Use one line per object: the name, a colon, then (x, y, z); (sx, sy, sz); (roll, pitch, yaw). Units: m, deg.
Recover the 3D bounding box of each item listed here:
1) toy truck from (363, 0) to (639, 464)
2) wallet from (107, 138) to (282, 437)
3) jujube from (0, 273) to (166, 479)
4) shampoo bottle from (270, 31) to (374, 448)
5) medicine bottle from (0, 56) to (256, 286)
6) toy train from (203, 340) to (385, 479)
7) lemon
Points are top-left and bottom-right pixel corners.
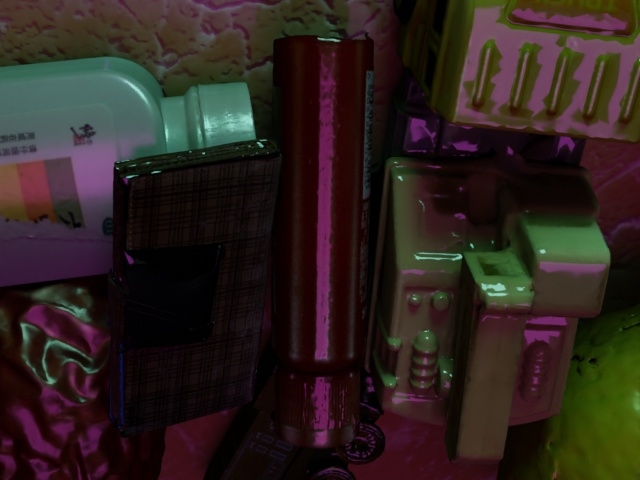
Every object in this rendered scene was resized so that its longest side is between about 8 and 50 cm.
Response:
toy truck: (0.130, -0.040, 0.691); (0.181, 0.254, 0.405); (4, 116, -8)
wallet: (-0.093, 0.039, 0.673); (0.124, 0.042, 0.230); (-13, 130, -30)
jujube: (-0.216, 0.138, 0.782); (0.174, 0.174, 0.250); (-4, 110, -8)
shampoo bottle: (-0.001, 0.000, 0.710); (0.076, 0.118, 0.314); (0, 102, -7)
medicine bottle: (-0.196, -0.052, 0.702); (0.296, 0.111, 0.161); (-6, 113, -8)
toy train: (-0.029, 0.202, 0.896); (0.137, 0.090, 0.225); (23, 114, -14)
lemon: (0.333, 0.221, 0.830); (0.350, 0.349, 0.387); (-24, 161, 4)
